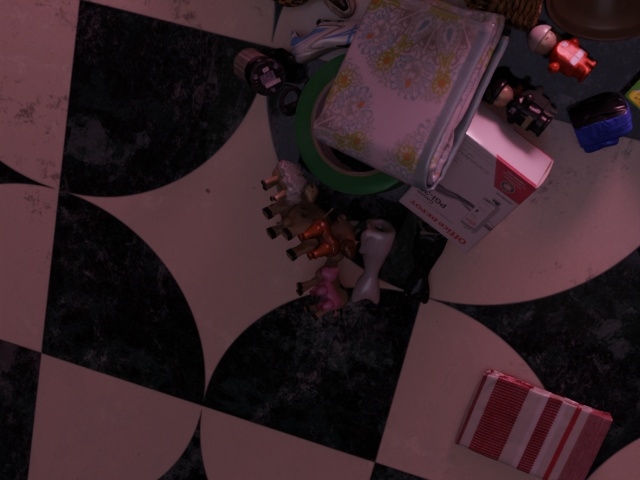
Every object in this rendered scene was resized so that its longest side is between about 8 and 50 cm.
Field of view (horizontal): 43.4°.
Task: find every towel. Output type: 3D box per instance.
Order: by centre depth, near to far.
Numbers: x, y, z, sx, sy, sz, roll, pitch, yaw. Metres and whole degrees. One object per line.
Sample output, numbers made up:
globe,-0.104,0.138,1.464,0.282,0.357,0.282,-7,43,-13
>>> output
towel,0.181,-0.325,1.663,0.321,0.090,0.374,31,99,37
towel,0.529,0.475,2.013,0.329,0.037,0.237,20,112,9

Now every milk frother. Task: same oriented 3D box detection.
milk frother,-0.119,-0.367,1.866,0.129,0.135,0.143,-14,119,-18

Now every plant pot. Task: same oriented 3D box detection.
plant pot,0.584,-0.518,1.627,0.237,0.237,0.109,10,67,11

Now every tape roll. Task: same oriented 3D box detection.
tape roll,0.100,-0.264,1.823,0.321,0.077,0.321,2,94,23

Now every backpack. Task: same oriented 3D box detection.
backpack,0.610,-0.254,1.737,0.120,0.098,0.101,-21,130,19

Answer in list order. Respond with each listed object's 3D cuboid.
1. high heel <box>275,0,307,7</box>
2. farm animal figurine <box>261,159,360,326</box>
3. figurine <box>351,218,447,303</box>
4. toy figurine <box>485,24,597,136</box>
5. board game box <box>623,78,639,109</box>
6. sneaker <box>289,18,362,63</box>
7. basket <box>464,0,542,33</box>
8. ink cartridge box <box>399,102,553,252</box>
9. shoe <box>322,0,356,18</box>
high heel,-0.087,-0.653,1.766,0.186,0.093,0.261,23,127,23
farm animal figurine,0.000,0.000,1.905,0.326,0.172,0.330,54,158,26
figurine,0.181,0.061,1.911,0.215,0.092,0.209,1,116,-16
toy figurine,0.461,-0.341,1.683,0.148,0.209,0.213,38,116,8
board game box,0.827,-0.276,1.663,0.317,0.046,0.213,45,111,12
sneaker,0.042,-0.470,1.817,0.237,0.085,0.086,-13,96,14
basket,0.350,-0.567,1.576,0.223,0.213,0.299,15,153,8
ink cartridge box,0.334,-0.129,1.763,0.207,0.117,0.283,38,141,1
shoe,0.005,-0.595,1.798,0.077,0.058,0.219,-35,96,21
